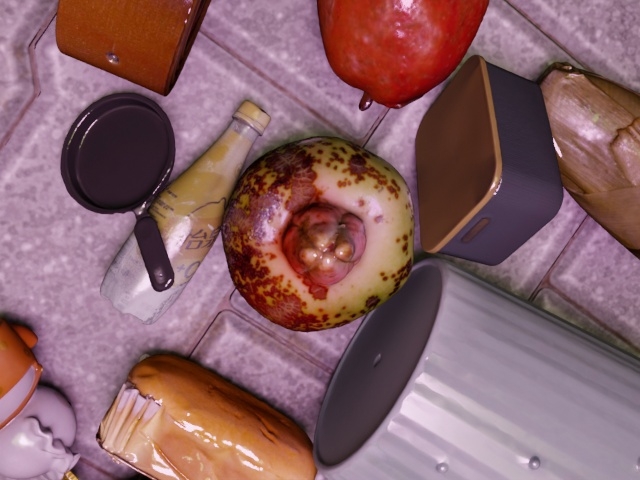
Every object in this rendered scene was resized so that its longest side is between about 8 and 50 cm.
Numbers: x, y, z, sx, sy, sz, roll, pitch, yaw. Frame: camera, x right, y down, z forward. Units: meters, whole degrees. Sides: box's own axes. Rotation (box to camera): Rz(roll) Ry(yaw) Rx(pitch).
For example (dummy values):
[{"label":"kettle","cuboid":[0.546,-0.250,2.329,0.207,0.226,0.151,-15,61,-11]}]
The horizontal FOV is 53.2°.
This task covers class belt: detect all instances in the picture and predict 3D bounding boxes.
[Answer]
[{"label":"belt","cuboid":[-0.137,-0.316,0.601,0.122,0.217,0.339,22,92,-12]}]

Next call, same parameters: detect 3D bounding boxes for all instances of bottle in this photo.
[{"label":"bottle","cuboid":[-0.141,-0.035,0.710,0.083,0.083,0.270,35,86,-12]}]

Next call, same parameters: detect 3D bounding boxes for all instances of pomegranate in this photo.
[{"label":"pomegranate","cuboid":[0.000,0.000,0.654,0.214,0.248,0.214,-1,100,-3]}]

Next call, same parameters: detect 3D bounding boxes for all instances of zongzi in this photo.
[{"label":"zongzi","cuboid":[0.347,-0.053,0.691,0.273,0.300,0.145,30,125,-11]}]

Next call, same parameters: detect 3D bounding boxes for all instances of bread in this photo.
[{"label":"bread","cuboid":[-0.118,0.223,0.717,0.241,0.136,0.107,31,92,-9]}]

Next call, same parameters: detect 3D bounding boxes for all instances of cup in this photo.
[{"label":"cup","cuboid":[0.200,0.262,0.701,0.392,0.310,0.401,31,90,-7]}]

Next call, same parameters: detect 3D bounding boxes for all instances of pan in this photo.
[{"label":"pan","cuboid":[-0.197,-0.049,0.673,0.136,0.028,0.235,-27,70,8]}]

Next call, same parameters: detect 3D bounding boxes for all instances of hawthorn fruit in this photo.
[{"label":"hawthorn fruit","cuboid":[0.078,-0.235,0.682,0.185,0.185,0.202,11,113,-11]}]

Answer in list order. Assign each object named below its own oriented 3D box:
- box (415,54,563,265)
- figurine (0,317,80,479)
[{"label":"box","cuboid":[0.178,-0.083,0.691,0.090,0.144,0.201,16,51,-16]},{"label":"figurine","cuboid":[-0.344,0.182,0.677,0.143,0.143,0.271,-23,99,-6]}]
